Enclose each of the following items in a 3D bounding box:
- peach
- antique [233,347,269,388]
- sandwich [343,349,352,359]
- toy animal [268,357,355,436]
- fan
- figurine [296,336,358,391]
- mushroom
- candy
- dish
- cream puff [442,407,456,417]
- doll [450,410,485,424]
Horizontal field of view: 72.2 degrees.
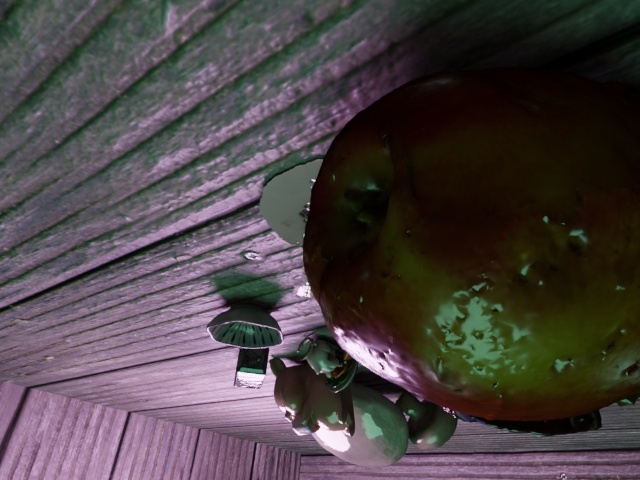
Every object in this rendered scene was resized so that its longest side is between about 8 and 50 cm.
[{"bbox_3d":[0.205,0.012,0.461,0.417,0.339,0.353,17,146,-26],"label":"peach"},{"bbox_3d":[-0.207,0.376,1.311,0.086,0.088,0.183,9,147,-9],"label":"antique"},{"bbox_3d":[0.067,0.246,1.086,0.074,0.074,0.116,23,144,-30],"label":"sandwich"},{"bbox_3d":[-0.022,0.478,1.328,0.256,0.213,0.195,-8,132,17],"label":"toy animal"},{"bbox_3d":[0.000,-0.001,0.763,0.233,0.012,0.414,11,144,-9],"label":"fan"},{"bbox_3d":[0.007,0.324,1.190,0.154,0.132,0.132,35,138,-20],"label":"figurine"},{"bbox_3d":[0.384,0.619,1.560,0.206,0.209,0.206,-21,162,-7],"label":"mushroom"},{"bbox_3d":[0.118,0.635,1.511,0.386,0.186,0.426,19,135,12],"label":"candy"},{"bbox_3d":[-0.174,0.199,1.051,0.191,0.066,0.190,2,148,1],"label":"dish"},{"bbox_3d":[0.430,0.409,1.210,0.239,0.164,0.239,1,146,1],"label":"cream puff"},{"bbox_3d":[0.392,0.261,0.930,0.240,0.284,0.310,40,136,17],"label":"doll"}]
